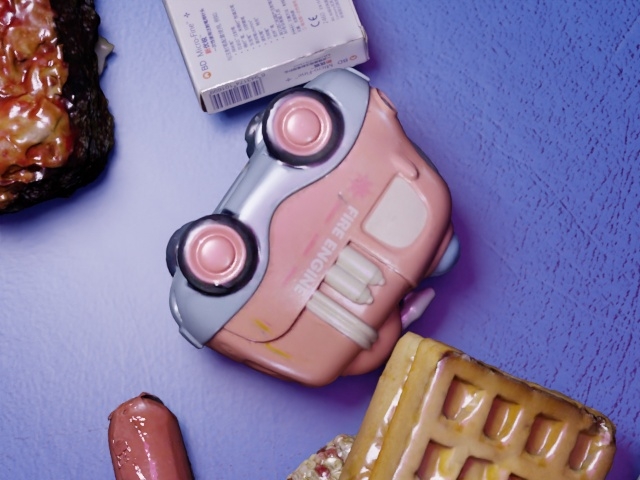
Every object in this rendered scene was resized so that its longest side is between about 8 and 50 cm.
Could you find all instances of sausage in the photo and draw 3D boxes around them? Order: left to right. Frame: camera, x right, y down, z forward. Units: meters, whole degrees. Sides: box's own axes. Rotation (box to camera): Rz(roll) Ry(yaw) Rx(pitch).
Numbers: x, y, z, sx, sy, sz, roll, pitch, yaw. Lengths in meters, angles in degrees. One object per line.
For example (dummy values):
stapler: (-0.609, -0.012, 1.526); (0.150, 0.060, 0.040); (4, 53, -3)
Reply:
sausage: (-0.154, 0.209, 1.733); (0.076, 0.076, 0.141); (-15, 84, -1)

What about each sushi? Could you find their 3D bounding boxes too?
sushi: (-0.290, -0.197, 1.737); (0.196, 0.182, 0.343); (-10, 85, -7)

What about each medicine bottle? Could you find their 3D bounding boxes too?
medicine bottle: (-0.064, -0.234, 1.775); (0.171, 0.052, 0.201); (-20, 66, -2)

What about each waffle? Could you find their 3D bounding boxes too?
waffle: (0.111, 0.267, 1.671); (0.224, 0.098, 0.327); (25, 85, -21)

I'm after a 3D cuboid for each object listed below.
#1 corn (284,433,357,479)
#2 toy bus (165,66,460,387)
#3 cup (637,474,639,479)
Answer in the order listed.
corn: (-0.045, 0.297, 1.711); (0.098, 0.098, 0.290); (42, 81, 6)
toy bus: (0.000, 0.000, 1.705); (0.232, 0.194, 0.287); (36, 84, -3)
cup: (0.422, 0.214, 1.688); (0.226, 0.185, 0.241); (40, 54, 0)
